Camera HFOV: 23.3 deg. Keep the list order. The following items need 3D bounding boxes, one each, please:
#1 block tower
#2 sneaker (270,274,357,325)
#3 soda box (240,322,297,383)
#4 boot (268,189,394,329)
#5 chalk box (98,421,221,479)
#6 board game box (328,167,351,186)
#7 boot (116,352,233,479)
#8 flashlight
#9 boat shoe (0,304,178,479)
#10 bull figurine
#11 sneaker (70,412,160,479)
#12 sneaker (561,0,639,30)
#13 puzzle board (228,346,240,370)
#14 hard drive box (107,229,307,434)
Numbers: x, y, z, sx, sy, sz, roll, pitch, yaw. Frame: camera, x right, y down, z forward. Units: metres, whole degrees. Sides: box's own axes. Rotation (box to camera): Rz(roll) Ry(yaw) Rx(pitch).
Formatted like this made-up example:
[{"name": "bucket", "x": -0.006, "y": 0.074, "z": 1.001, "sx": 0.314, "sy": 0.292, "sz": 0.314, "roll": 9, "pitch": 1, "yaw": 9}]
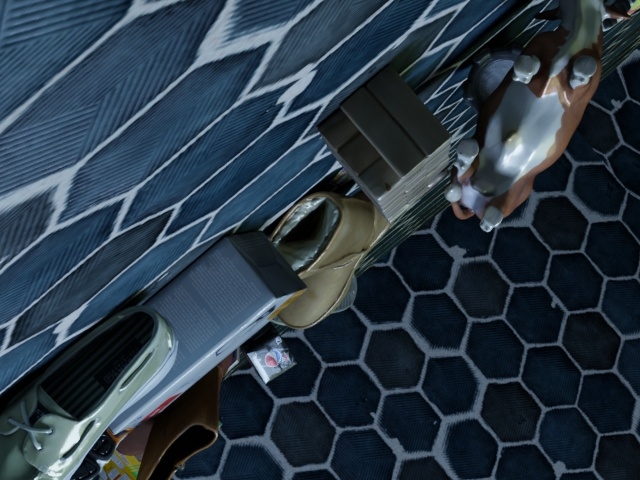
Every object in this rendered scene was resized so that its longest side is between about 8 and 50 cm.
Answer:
[{"name": "block tower", "x": 0.068, "y": -0.089, "z": 1.549, "sx": 0.091, "sy": 0.097, "sz": 0.335, "roll": -39, "pitch": 174, "yaw": 1}, {"name": "sneaker", "x": -0.061, "y": 0.071, "z": 2.166, "sx": 0.118, "sy": 0.083, "sz": 0.222, "roll": 6, "pitch": -177, "yaw": 39}, {"name": "soda box", "x": -0.091, "y": 0.132, "z": 2.149, "sx": 0.053, "sy": 0.060, "sz": 0.169, "roll": -33, "pitch": -155, "yaw": -7}, {"name": "boot", "x": -0.018, "y": 0.026, "z": 1.931, "sx": 0.236, "sy": 0.089, "sz": 0.269, "roll": -56, "pitch": 169, "yaw": 14}, {"name": "chalk box", "x": -0.251, "y": 0.287, "z": 2.403, "sx": 0.213, "sy": 0.132, "sz": 0.132, "roll": -36, "pitch": 175, "yaw": -30}, {"name": "board game box", "x": 0.075, "y": -0.097, "z": 1.881, "sx": 0.133, "sy": 0.033, "sz": 0.169, "roll": -40, "pitch": 175, "yaw": 4}, {"name": "boot", "x": -0.202, "y": 0.254, "z": 2.003, "sx": 0.264, "sy": 0.096, "sz": 0.280, "roll": -42, "pitch": -159, "yaw": 22}, {"name": "flashlight", "x": 0.235, "y": -0.181, "z": 1.896, "sx": 0.103, "sy": 0.103, "sz": 0.304, "roll": -41, "pitch": 174, "yaw": 9}, {"name": "boat shoe", "x": -0.265, "y": 0.172, "z": 1.519, "sx": 0.302, "sy": 0.109, "sz": 0.094, "roll": -47, "pitch": 162, "yaw": -14}, {"name": "bull figurine", "x": 0.227, "y": -0.147, "z": 1.639, "sx": 0.310, "sy": 0.101, "sz": 0.188, "roll": -64, "pitch": 171, "yaw": 14}, {"name": "sneaker", "x": -0.294, "y": 0.241, "z": 1.890, "sx": 0.262, "sy": 0.099, "sz": 0.121, "roll": -33, "pitch": 177, "yaw": -43}, {"name": "sneaker", "x": 0.376, "y": -0.318, "z": 1.908, "sx": 0.208, "sy": 0.081, "sz": 0.094, "roll": -31, "pitch": -179, "yaw": -15}, {"name": "puzzle board", "x": -0.138, "y": 0.136, "z": 2.135, "sx": 0.096, "sy": 0.011, "sz": 0.128, "roll": -43, "pitch": -146, "yaw": 40}, {"name": "hard drive box", "x": -0.142, "y": 0.096, "z": 1.701, "sx": 0.232, "sy": 0.089, "sz": 0.181, "roll": -40, "pitch": 175, "yaw": 10}]
